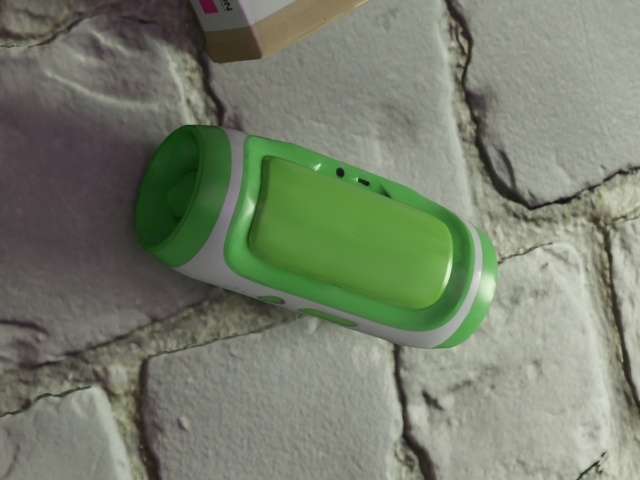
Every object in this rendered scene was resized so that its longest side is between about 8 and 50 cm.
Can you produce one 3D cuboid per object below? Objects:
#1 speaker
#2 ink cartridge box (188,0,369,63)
[{"bbox_3d":[0.000,0.000,1.486,0.297,0.131,0.131,19,84,-29],"label":"speaker"},{"bbox_3d":[-0.041,-0.289,1.463,0.193,0.088,0.234,-33,110,-25],"label":"ink cartridge box"}]
